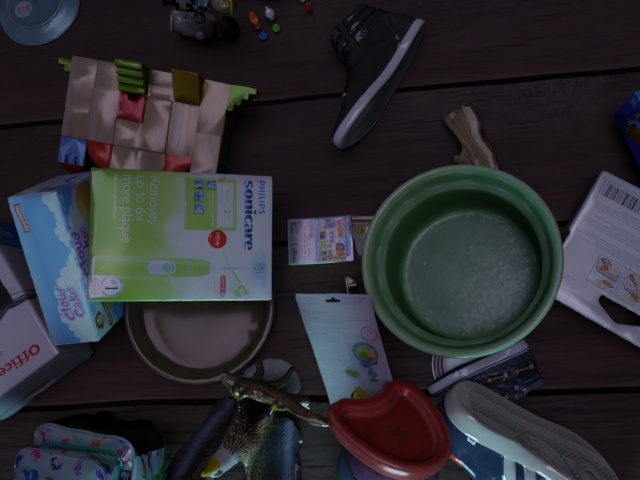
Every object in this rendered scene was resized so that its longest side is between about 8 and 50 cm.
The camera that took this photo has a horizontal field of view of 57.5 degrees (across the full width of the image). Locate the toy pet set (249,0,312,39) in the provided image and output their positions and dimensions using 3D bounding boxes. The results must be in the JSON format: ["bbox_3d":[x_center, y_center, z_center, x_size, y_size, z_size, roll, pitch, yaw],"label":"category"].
[{"bbox_3d":[-0.096,-0.486,1.173,0.122,0.065,0.114,-29,112,4],"label":"toy pet set"}]

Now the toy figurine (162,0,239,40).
[{"bbox_3d":[-0.209,-0.495,1.105,0.148,0.213,0.210,5,83,-8],"label":"toy figurine"}]

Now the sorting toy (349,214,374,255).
[{"bbox_3d":[0.094,-0.009,1.061,0.083,0.045,0.075,0,87,7],"label":"sorting toy"}]

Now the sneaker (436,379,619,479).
[{"bbox_3d":[0.320,0.364,0.935,0.350,0.131,0.148,33,120,-1],"label":"sneaker"}]

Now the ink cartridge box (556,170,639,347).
[{"bbox_3d":[0.538,0.051,0.982,0.275,0.060,0.239,31,86,11],"label":"ink cartridge box"}]

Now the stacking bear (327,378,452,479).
[{"bbox_3d":[0.085,0.391,0.901,0.164,0.175,0.289,40,127,42],"label":"stacking bear"}]

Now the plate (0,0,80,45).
[{"bbox_3d":[-0.609,-0.509,1.250,0.188,0.024,0.188,-1,80,6],"label":"plate"}]

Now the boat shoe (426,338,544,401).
[{"bbox_3d":[0.274,0.236,0.962,0.183,0.065,0.083,-25,79,3],"label":"boat shoe"}]

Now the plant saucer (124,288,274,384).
[{"bbox_3d":[-0.220,0.121,1.072,0.277,0.041,0.278,-1,80,5],"label":"plant saucer"}]

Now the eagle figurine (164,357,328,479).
[{"bbox_3d":[-0.133,0.357,0.974,0.226,0.225,0.298,44,125,51],"label":"eagle figurine"}]

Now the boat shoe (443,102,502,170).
[{"bbox_3d":[0.277,-0.153,1.056,0.072,0.068,0.190,-24,68,15],"label":"boat shoe"}]

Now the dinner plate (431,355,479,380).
[{"bbox_3d":[0.264,0.216,1.009,0.141,0.017,0.141,-1,80,6],"label":"dinner plate"}]

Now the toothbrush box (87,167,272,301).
[{"bbox_3d":[-0.228,-0.003,0.964,0.283,0.122,0.206,2,85,-17],"label":"toothbrush box"}]

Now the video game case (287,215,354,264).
[{"bbox_3d":[0.000,0.000,1.085,0.122,0.011,0.087,-3,79,7],"label":"video game case"}]

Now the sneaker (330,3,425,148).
[{"bbox_3d":[0.065,-0.313,1.092,0.146,0.104,0.296,28,79,13],"label":"sneaker"}]

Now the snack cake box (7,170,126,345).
[{"bbox_3d":[-0.422,0.027,1.009,0.089,0.152,0.265,-6,109,7],"label":"snack cake box"}]

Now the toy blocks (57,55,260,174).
[{"bbox_3d":[-0.322,-0.180,1.091,0.381,0.191,0.261,11,94,0],"label":"toy blocks"}]

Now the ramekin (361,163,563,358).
[{"bbox_3d":[0.231,0.043,0.948,0.303,0.148,0.304,-6,73,20],"label":"ramekin"}]

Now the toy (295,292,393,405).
[{"bbox_3d":[0.056,0.181,0.973,0.136,0.056,0.237,-3,112,30],"label":"toy"}]

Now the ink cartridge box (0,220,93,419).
[{"bbox_3d":[-0.607,0.147,1.078,0.223,0.129,0.307,-36,78,0],"label":"ink cartridge box"}]

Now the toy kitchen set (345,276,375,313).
[{"bbox_3d":[0.085,0.093,1.020,0.075,0.083,0.068,-11,79,6],"label":"toy kitchen set"}]

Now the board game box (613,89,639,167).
[{"bbox_3d":[0.668,-0.103,0.941,0.233,0.078,0.347,-14,70,-5],"label":"board game box"}]

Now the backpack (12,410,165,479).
[{"bbox_3d":[-0.387,0.438,0.973,0.225,0.191,0.254,3,89,20],"label":"backpack"}]
